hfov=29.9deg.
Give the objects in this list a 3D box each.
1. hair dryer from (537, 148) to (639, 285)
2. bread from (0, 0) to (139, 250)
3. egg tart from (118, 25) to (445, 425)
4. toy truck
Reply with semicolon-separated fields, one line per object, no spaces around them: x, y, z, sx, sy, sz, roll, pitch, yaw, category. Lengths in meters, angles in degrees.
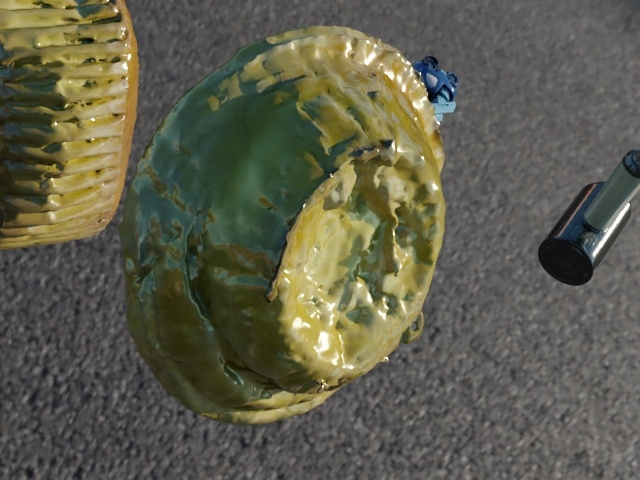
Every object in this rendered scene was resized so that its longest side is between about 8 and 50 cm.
0.267;-0.044;1.071;0.057;0.198;0.100;36;57;7;hair dryer
-0.250;-0.119;1.037;0.142;0.253;0.227;-12;34;-31;bread
0.000;0.000;0.823;0.290;0.290;0.115;-12;26;-40;egg tart
0.131;-0.176;1.486;0.073;0.056;0.090;33;46;-21;toy truck
